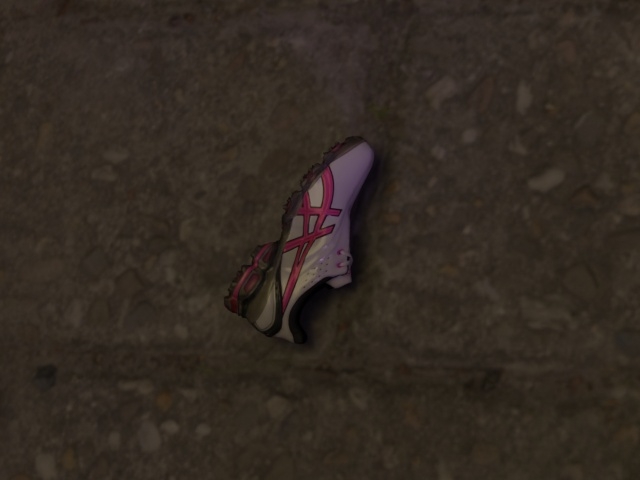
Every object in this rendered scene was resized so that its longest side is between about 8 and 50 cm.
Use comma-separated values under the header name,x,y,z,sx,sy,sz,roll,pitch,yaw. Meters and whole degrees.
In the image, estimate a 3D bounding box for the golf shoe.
name,x,y,z,sx,sy,sz,roll,pitch,yaw
golf shoe,0.000,0.000,1.586,0.086,0.067,0.186,33,90,9
